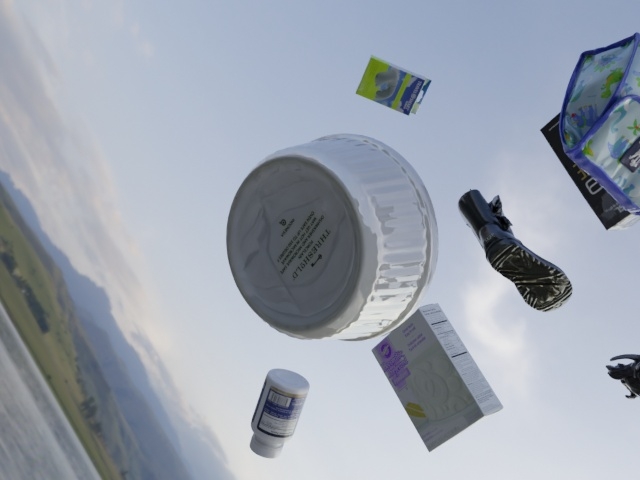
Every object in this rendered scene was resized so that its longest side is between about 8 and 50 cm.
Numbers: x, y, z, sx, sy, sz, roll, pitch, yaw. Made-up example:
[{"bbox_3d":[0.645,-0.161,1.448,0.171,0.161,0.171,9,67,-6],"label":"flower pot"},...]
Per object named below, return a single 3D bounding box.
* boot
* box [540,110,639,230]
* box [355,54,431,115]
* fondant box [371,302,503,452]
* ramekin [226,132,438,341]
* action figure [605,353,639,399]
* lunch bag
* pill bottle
[{"bbox_3d":[0.392,0.013,1.341,0.247,0.094,0.207,34,25,-29],"label":"boot"},{"bbox_3d":[0.574,-0.199,1.156,0.307,0.077,0.242,-47,-124,42],"label":"box"},{"bbox_3d":[0.195,-0.408,1.754,0.178,0.042,0.109,21,-62,-6],"label":"box"},{"bbox_3d":[0.309,0.374,1.806,0.238,0.096,0.330,-51,-122,39],"label":"fondant box"},{"bbox_3d":[0.000,0.000,0.825,0.273,0.127,0.272,4,-84,37],"label":"ramekin"},{"bbox_3d":[0.599,0.240,1.109,0.276,0.140,0.164,42,-21,-23],"label":"action figure"},{"bbox_3d":[0.328,-0.120,0.708,0.129,0.151,0.096,33,-17,-22],"label":"lunch bag"},{"bbox_3d":[-0.090,0.361,1.372,0.094,0.094,0.169,30,-75,46],"label":"pill bottle"}]
